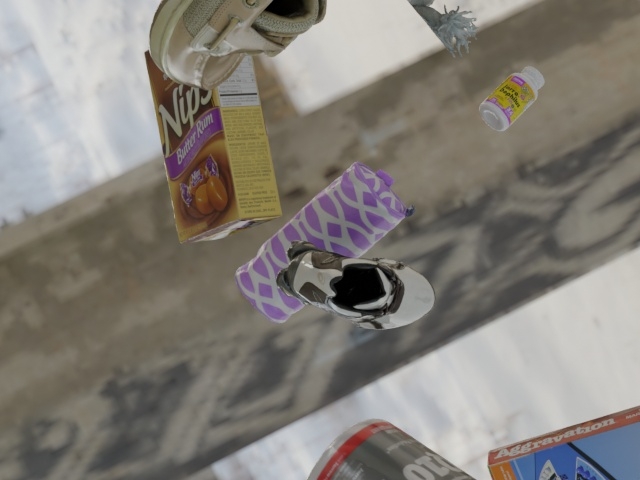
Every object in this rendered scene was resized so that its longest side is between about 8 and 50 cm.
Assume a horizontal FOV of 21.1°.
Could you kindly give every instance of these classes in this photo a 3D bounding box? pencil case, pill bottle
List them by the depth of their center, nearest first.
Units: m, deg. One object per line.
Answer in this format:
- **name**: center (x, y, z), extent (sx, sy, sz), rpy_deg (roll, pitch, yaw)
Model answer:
- **pill bottle**: center (0.127, 0.325, 1.845), extent (0.283, 0.161, 0.161), rpy_deg (31, 154, 33)
- **pencil case**: center (0.000, 0.000, 1.873), extent (0.086, 0.206, 0.088), rpy_deg (46, -165, -15)
- **pill bottle**: center (0.233, -0.173, 2.079), extent (0.043, 0.083, 0.043), rpy_deg (39, 159, 18)

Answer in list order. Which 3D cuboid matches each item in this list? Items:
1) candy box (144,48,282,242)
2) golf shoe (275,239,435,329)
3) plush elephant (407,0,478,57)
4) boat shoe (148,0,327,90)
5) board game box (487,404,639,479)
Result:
- **candy box**: center (-0.100, -0.100, 1.573), extent (0.109, 0.053, 0.187), rpy_deg (-20, 78, 53)
- **golf shoe**: center (0.052, 0.056, 1.717), extent (0.094, 0.198, 0.077), rpy_deg (19, 97, 51)
- **plush elephant**: center (0.186, -0.461, 2.411), extent (0.330, 0.255, 0.272), rpy_deg (51, -172, 2)
- **boat shoe**: center (-0.051, -0.179, 1.271), extent (0.098, 0.109, 0.302), rpy_deg (39, 155, 4)
- **board game box**: center (0.227, 0.243, 1.141), extent (0.027, 0.145, 0.281), rpy_deg (-71, -40, -68)
